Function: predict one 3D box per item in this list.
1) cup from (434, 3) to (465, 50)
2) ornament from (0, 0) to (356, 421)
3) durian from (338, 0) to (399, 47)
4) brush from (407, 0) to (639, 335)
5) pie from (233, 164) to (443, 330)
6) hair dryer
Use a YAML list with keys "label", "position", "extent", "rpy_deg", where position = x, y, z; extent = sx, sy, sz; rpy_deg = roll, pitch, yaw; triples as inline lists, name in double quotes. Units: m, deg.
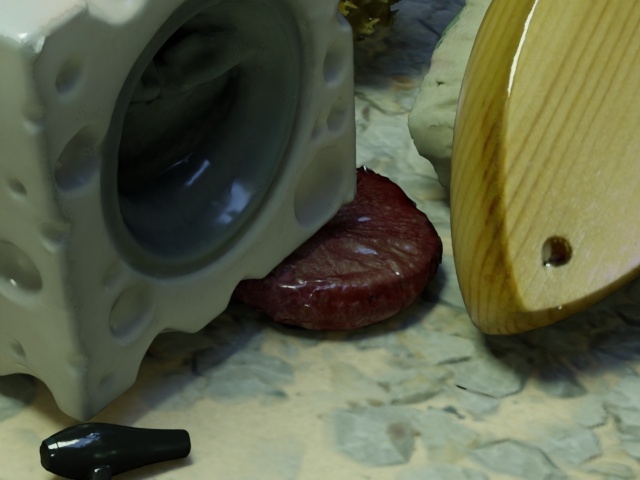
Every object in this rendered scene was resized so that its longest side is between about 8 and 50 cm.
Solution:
- label: "cup"
  position: [0.147, -0.144, 1.351]
  extent: [0.120, 0.120, 0.141]
  rpy_deg: [23, 50, 21]
- label: "ornament"
  position: [-0.144, -0.096, 1.076]
  extent: [0.239, 0.239, 0.240]
  rpy_deg: [23, 45, 31]
- label: "durian"
  position: [-0.071, -0.181, 1.366]
  extent: [0.341, 0.112, 0.191]
  rpy_deg: [2, 44, 6]
- label: "brush"
  position: [0.136, -0.056, 1.184]
  extent: [0.174, 0.166, 0.267]
  rpy_deg: [36, 69, -15]
- label: "pie"
  position: [0.000, 0.000, 1.178]
  extent: [0.154, 0.036, 0.154]
  rpy_deg: [5, 35, -4]
- label: "hair dryer"
  position: [-0.096, 0.127, 1.001]
  extent: [0.079, 0.031, 0.083]
  rpy_deg: [-1, 49, -26]
